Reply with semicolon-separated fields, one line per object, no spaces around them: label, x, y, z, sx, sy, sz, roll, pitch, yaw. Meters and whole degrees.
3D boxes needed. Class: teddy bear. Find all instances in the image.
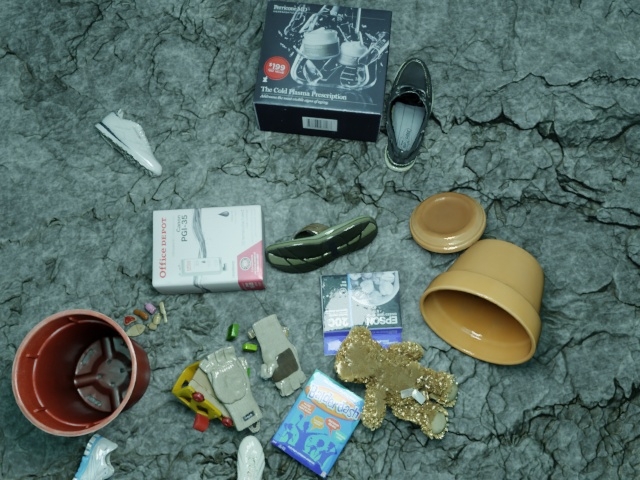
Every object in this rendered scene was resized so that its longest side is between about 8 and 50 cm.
teddy bear;0.184;0.350;1.614;0.337;0.113;0.245;13;72;-11

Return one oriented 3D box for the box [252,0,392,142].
box;0.009;-0.461;1.799;0.343;0.179;0.313;5;74;2

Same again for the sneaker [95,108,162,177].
sneaker;-0.511;-0.270;1.807;0.235;0.090;0.095;42;70;9

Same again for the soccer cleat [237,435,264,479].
soccer cleat;-0.172;0.573;1.581;0.068;0.076;0.196;2;75;1

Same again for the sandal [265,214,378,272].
sandal;0.001;0.001;1.726;0.302;0.120;0.086;-19;48;-6

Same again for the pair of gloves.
pair of gloves;-0.158;0.319;1.615;0.240;0.042;0.204;-34;100;-29

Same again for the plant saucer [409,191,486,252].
plant saucer;0.330;-0.056;1.716;0.199;0.037;0.200;-10;50;12

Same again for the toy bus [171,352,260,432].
toy bus;-0.266;0.389;1.616;0.104;0.191;0.202;-26;70;39

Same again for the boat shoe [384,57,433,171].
boat shoe;0.243;-0.364;1.803;0.127;0.113;0.340;15;76;5

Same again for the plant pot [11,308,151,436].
plant pot;-0.535;0.313;1.554;0.272;0.265;0.273;0;77;0

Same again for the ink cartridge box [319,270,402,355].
ink cartridge box;0.105;0.187;1.696;0.206;0.045;0.208;-3;76;-1

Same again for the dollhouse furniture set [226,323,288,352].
dollhouse furniture set;-0.162;0.252;1.693;0.151;0.058;0.076;13;69;-17

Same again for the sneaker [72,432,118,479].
sneaker;-0.550;0.572;1.593;0.082;0.071;0.191;19;77;0

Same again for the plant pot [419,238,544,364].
plant pot;0.414;0.134;1.599;0.290;0.291;0.203;30;62;8

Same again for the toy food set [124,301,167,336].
toy food set;-0.458;0.203;1.713;0.122;0.019;0.078;-16;78;6

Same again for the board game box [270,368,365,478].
board game box;0.000;0.450;1.626;0.160;0.047;0.210;31;77;8

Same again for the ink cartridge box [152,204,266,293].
ink cartridge box;-0.286;0.027;1.705;0.282;0.117;0.207;-3;75;0
